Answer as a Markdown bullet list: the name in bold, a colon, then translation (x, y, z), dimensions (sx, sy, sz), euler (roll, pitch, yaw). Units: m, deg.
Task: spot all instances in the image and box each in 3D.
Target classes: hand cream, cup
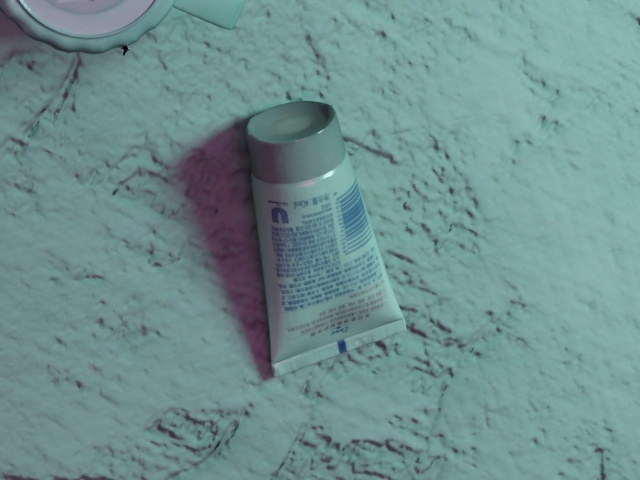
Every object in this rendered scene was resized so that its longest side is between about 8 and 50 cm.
- **hand cream**: translation (0.000, 0.000, 1.423), dimensions (0.133, 0.083, 0.247), euler (-16, 119, -11)
- **cup**: translation (-0.166, -0.235, 1.236), dimensions (0.221, 0.202, 0.166), euler (-6, 109, -13)
